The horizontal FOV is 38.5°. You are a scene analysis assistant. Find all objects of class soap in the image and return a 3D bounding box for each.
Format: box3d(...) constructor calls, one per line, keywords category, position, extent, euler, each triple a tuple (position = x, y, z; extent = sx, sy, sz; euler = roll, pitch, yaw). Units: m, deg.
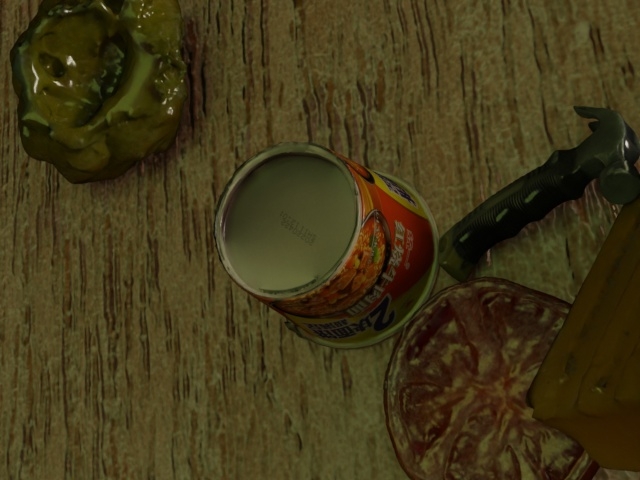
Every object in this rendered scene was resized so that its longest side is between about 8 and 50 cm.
box3d(category="soap", position=(0.313, 0.024, 0.732), extent=(0.096, 0.204, 0.324), euler=(40, 64, -11))

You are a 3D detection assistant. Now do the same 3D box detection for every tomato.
box3d(category="tomato", position=(0.182, 0.150, 0.878), extent=(0.237, 0.095, 0.236), euler=(-10, 70, 28))

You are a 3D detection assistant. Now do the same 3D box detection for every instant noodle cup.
box3d(category="instant noodle cup", position=(0.000, 0.000, 0.962), extent=(0.213, 0.174, 0.213), euler=(-7, 74, 24))

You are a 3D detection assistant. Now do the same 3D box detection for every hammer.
box3d(category="hammer", position=(0.213, -0.043, 0.913), extent=(0.226, 0.041, 0.158), euler=(-38, 21, 30))

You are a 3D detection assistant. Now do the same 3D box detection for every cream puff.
box3d(category="cream puff", position=(-0.292, -0.215, 1.164), extent=(0.282, 0.185, 0.281), euler=(-9, 71, 28))
